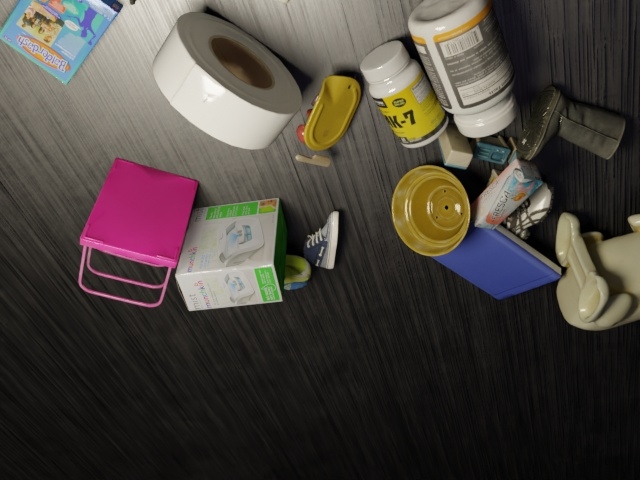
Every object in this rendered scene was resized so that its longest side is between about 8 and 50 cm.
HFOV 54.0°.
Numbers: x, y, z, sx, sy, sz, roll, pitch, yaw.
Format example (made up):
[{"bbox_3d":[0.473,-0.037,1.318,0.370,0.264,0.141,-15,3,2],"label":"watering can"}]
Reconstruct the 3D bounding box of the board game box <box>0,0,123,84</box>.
[{"bbox_3d":[-0.527,-0.443,1.270,0.160,0.047,0.210,36,121,-27],"label":"board game box"}]

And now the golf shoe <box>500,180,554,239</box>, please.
[{"bbox_3d":[0.500,-0.071,1.564,0.094,0.077,0.198,17,127,-13],"label":"golf shoe"}]

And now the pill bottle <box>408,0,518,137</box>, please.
[{"bbox_3d":[0.298,-0.357,1.271,0.162,0.162,0.278,-21,128,17],"label":"pill bottle"}]

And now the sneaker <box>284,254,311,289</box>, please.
[{"bbox_3d":[-0.141,0.087,1.685,0.240,0.091,0.126,12,151,12],"label":"sneaker"}]

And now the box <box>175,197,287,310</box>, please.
[{"bbox_3d":[-0.206,0.032,1.528,0.231,0.262,0.126,-6,129,6],"label":"box"}]

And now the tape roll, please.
[{"bbox_3d":[-0.177,-0.312,1.226,0.286,0.286,0.100,30,124,-23],"label":"tape roll"}]

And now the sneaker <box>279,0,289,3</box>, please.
[{"bbox_3d":[-0.018,-0.521,1.177,0.293,0.108,0.169,18,130,-3],"label":"sneaker"}]

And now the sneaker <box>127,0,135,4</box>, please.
[{"bbox_3d":[-0.361,-0.501,1.232,0.035,0.031,0.083,11,129,-10],"label":"sneaker"}]

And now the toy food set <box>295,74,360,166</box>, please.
[{"bbox_3d":[0.001,-0.274,1.386,0.128,0.071,0.218,-5,131,-46],"label":"toy food set"}]

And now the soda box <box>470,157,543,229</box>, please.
[{"bbox_3d":[0.416,-0.102,1.424,0.058,0.063,0.183,9,142,-23],"label":"soda box"}]

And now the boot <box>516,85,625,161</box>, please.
[{"bbox_3d":[0.563,-0.230,1.410,0.208,0.076,0.189,22,101,-22],"label":"boot"}]

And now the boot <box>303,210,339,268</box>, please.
[{"bbox_3d":[0.000,0.000,1.625,0.086,0.069,0.190,7,131,1],"label":"boot"}]

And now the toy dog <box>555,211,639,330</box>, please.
[{"bbox_3d":[0.835,0.105,1.584,0.408,0.284,0.395,-7,130,3],"label":"toy dog"}]

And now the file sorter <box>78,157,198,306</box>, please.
[{"bbox_3d":[-0.427,-0.014,1.473,0.202,0.290,0.182,16,131,-13],"label":"file sorter"}]

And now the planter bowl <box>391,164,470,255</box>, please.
[{"bbox_3d":[0.286,-0.076,1.521,0.090,0.217,0.217,-13,146,-48],"label":"planter bowl"}]

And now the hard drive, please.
[{"bbox_3d":[0.438,0.045,1.643,0.319,0.040,0.210,31,144,-23],"label":"hard drive"}]

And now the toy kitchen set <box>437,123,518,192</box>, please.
[{"bbox_3d":[0.362,-0.154,1.464,0.207,0.122,0.166,10,129,-8],"label":"toy kitchen set"}]

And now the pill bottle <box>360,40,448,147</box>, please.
[{"bbox_3d":[0.177,-0.309,1.337,0.119,0.119,0.208,-26,125,20],"label":"pill bottle"}]
